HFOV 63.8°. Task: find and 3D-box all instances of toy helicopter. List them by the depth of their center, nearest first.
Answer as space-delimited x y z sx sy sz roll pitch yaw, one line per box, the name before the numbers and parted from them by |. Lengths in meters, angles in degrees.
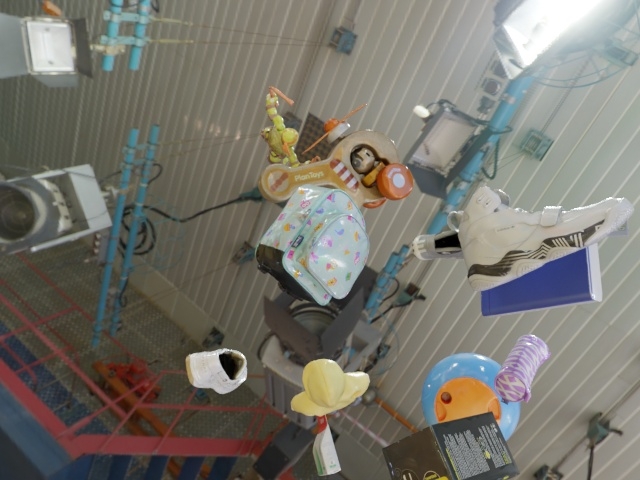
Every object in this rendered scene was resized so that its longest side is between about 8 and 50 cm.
toy helicopter | 0.024 -0.172 1.159 0.140 0.355 0.235 -15 -90 65

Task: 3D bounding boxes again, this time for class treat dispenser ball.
treat dispenser ball | 0.451 0.487 1.553 0.288 0.288 0.288 11 -69 29

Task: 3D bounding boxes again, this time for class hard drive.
hard drive | 0.526 0.067 1.270 0.318 0.040 0.210 -26 -125 58

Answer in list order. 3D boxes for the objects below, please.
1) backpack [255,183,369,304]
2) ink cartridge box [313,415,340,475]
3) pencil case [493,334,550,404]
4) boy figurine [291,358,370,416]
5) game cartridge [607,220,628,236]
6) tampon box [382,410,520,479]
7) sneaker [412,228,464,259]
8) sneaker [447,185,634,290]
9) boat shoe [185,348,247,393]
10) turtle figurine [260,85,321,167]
backpack | 0.000 0.000 0.896 0.144 0.188 0.166 5 -31 40
ink cartridge box | 0.000 0.686 1.770 0.181 0.056 0.225 110 -35 -63
pencil case | 0.498 0.313 1.265 0.088 0.206 0.086 19 -57 29
boy figurine | 0.015 0.313 1.069 0.177 0.285 0.092 -22 -114 3
game cartridge | 0.654 -0.040 1.145 0.056 0.017 0.083 0 -45 35
tampon box | 0.205 0.348 0.810 0.120 0.161 0.101 -46 -128 39
sneaker | 0.361 0.008 1.313 0.132 0.228 0.086 158 -78 -68
sneaker | 0.456 -0.047 1.122 0.365 0.137 0.210 -31 -105 30
boat shoe | -0.222 0.312 1.245 0.096 0.277 0.098 -19 -107 7
turtle figurine | -0.092 -0.236 1.287 0.270 0.087 0.217 61 -14 -10
